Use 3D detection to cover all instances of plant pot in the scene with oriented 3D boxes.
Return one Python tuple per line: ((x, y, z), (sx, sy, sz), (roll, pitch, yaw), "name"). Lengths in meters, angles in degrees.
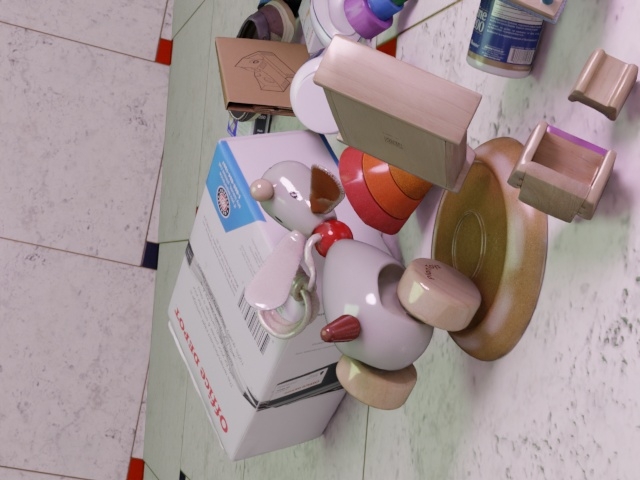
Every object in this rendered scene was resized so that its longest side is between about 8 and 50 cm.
((0.165, 0.007, 1.131), (0.236, 0.032, 0.236), (-174, 90, -72), "plant pot")

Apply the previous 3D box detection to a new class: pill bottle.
((0.189, -0.225, 1.063), (0.067, 0.067, 0.120), (-119, 38, -62), "pill bottle")
((0.015, -0.201, 1.467), (0.180, 0.108, 0.108), (-68, -10, -72), "pill bottle")

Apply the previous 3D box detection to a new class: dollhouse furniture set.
((0.172, -0.204, 0.995), (0.303, 0.286, 0.198), (-64, -10, -5), "dollhouse furniture set")

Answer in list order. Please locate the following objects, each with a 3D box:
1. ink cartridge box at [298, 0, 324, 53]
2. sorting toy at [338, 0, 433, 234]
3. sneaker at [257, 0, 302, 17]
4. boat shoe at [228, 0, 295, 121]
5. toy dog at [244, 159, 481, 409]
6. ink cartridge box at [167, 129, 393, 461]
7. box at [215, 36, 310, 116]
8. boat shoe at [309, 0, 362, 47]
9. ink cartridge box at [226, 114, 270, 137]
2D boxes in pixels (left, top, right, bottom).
((0.007, -0.364, 1.726), (0.122, 0.052, 0.088), (-104, 25, -44), "ink cartridge box")
((0.102, -0.190, 1.339), (0.126, 0.127, 0.366), (-26, 52, 36), "sorting toy")
((-0.058, -0.460, 1.964), (0.209, 0.069, 0.082), (159, 131, -72), "sneaker")
((-0.132, -0.323, 1.991), (0.103, 0.092, 0.285), (56, 143, 19), "boat shoe")
((0.003, 0.035, 1.136), (0.333, 0.161, 0.220), (23, 101, 45), "toy dog")
((-0.067, 0.083, 1.523), (0.285, 0.166, 0.395), (63, 147, 30), "ink cartridge box")
((-0.089, -0.276, 1.817), (0.201, 0.164, 0.021), (-103, 22, -46), "box")
((0.029, -0.379, 1.603), (0.076, 0.083, 0.226), (118, 153, -54), "boat shoe")
((-0.138, -0.293, 2.188), (0.206, 0.045, 0.208), (-129, 46, -66), "ink cartridge box")
